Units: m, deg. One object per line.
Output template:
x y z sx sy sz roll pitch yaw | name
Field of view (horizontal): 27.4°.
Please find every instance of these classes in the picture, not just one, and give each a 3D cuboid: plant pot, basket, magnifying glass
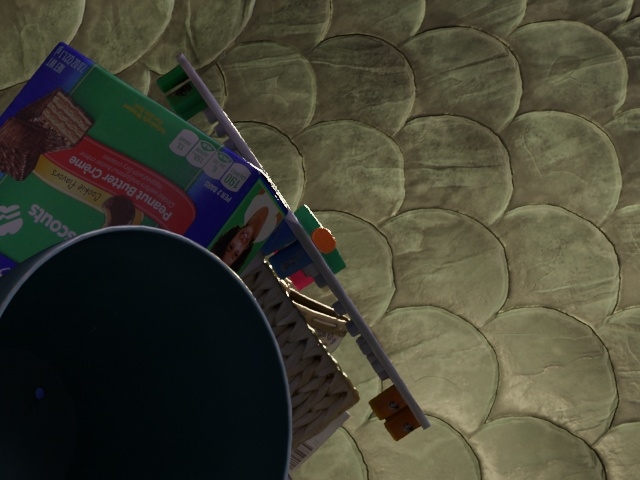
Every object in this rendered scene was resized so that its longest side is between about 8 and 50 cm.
-0.193 0.145 1.010 0.195 0.290 0.290 -11 -52 43 | plant pot
-0.167 0.150 1.662 0.266 0.331 0.328 52 -3 -16 | basket
0.000 0.000 1.540 0.092 0.026 0.231 57 -3 -1 | magnifying glass

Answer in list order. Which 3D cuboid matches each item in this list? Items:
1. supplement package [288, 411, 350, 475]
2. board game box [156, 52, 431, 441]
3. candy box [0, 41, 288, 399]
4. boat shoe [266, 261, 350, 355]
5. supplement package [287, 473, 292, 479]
-0.134 0.217 1.985 0.262 0.199 0.198 45 0 41 | supplement package
-0.037 0.009 1.559 0.390 0.050 0.390 57 -1 -41 | board game box
-0.234 0.012 1.254 0.268 0.317 0.122 33 -7 23 | candy box
-0.060 0.086 1.932 0.285 0.089 0.104 42 3 -46 | boat shoe
-0.122 0.297 1.442 0.105 0.179 0.105 51 -3 -17 | supplement package
